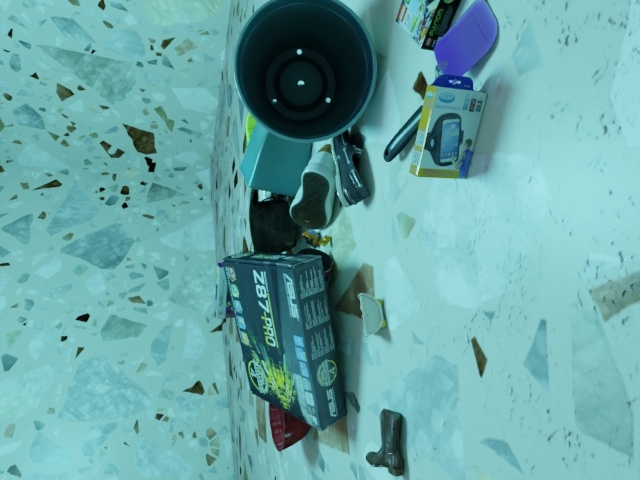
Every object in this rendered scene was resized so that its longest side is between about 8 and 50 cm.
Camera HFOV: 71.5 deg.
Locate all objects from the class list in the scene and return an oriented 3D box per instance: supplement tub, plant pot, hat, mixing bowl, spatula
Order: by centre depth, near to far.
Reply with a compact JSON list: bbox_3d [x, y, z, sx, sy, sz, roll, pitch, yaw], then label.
[{"bbox_3d":[0.168,-0.221,0.695,0.296,0.031,0.084,120,142,-54],"label":"spatula"},{"bbox_3d":[-0.036,-0.349,0.961,0.255,0.272,0.271,-110,23,-77],"label":"plant pot"},{"bbox_3d":[-0.036,0.123,1.154,0.106,0.106,0.197,-113,30,-47],"label":"supplement tub"},{"bbox_3d":[-0.084,0.514,1.303,0.181,0.098,0.181,179,90,-71],"label":"mixing bowl"},{"bbox_3d":[-0.118,-0.277,1.311,0.165,0.166,0.234,-121,46,-55],"label":"plant pot"},{"bbox_3d":[-0.141,-0.032,1.381,0.331,0.134,0.330,177,90,-85],"label":"hat"}]

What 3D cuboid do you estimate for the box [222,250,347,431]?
[{"bbox_3d":[-0.095,0.228,1.105,0.319,0.097,0.394,2,105,48],"label":"box"}]

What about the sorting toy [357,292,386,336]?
[{"bbox_3d":[0.096,0.153,0.891,0.075,0.045,0.083,120,144,-67],"label":"sorting toy"}]

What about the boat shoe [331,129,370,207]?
[{"bbox_3d":[0.069,-0.170,0.962,0.065,0.075,0.205,-17,61,25],"label":"boat shoe"}]

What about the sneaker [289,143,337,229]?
[{"bbox_3d":[0.001,-0.127,1.108,0.290,0.106,0.123,117,178,-63],"label":"sneaker"}]

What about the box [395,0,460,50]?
[{"bbox_3d":[0.180,-0.404,0.652,0.114,0.036,0.206,-109,27,-42],"label":"box"}]

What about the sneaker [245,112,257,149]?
[{"bbox_3d":[-0.251,-0.387,1.735,0.123,0.110,0.295,-145,56,-61],"label":"sneaker"}]

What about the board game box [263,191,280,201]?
[{"bbox_3d":[-0.170,-0.193,1.558,0.103,0.026,0.153,-7,-83,-76],"label":"board game box"}]

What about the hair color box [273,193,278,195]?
[{"bbox_3d":[-0.131,-0.223,1.503,0.072,0.043,0.141,-179,89,-70],"label":"hair color box"}]

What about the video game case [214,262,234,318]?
[{"bbox_3d":[-0.251,0.173,1.564,0.042,0.232,0.210,-128,43,-57],"label":"video game case"}]

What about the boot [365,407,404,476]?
[{"bbox_3d":[0.117,0.366,0.834,0.106,0.037,0.114,-14,80,56],"label":"boot"}]

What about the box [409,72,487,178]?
[{"bbox_3d":[0.175,-0.153,0.605,0.028,0.081,0.136,-126,40,-58],"label":"box"}]

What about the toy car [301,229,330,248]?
[{"bbox_3d":[0.000,0.000,1.184,0.040,0.060,0.122,-50,36,-14],"label":"toy car"}]

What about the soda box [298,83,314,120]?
[{"bbox_3d":[-0.021,-0.341,1.173,0.053,0.060,0.168,113,149,-50],"label":"soda box"}]
